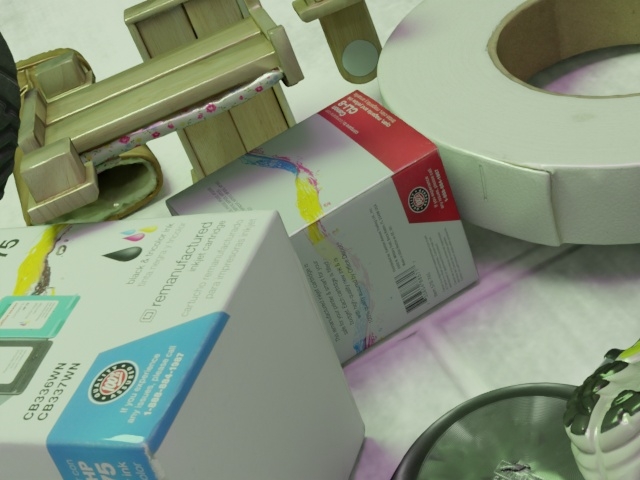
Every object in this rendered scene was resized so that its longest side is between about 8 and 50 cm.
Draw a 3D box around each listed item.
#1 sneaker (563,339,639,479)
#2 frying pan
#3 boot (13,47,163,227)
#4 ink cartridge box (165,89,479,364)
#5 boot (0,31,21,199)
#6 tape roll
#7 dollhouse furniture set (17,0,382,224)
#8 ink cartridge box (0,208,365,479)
[{"bbox_3d":[0.239,0.092,0.668,0.279,0.118,0.107,-25,3,-37],"label":"sneaker"},{"bbox_3d":[0.177,0.124,0.703,0.326,0.053,0.197,-32,40,-8],"label":"frying pan"},{"bbox_3d":[-0.300,-0.087,1.164,0.236,0.089,0.269,-28,39,-6],"label":"boot"},{"bbox_3d":[0.000,0.000,0.870,0.176,0.128,0.127,-31,38,-12],"label":"ink cartridge box"},{"bbox_3d":[-0.422,-0.089,1.049,0.445,0.146,0.367,42,115,51],"label":"boot"},{"bbox_3d":[0.239,-0.138,0.933,0.391,0.072,0.392,-10,36,7],"label":"tape roll"},{"bbox_3d":[-0.052,-0.091,0.911,0.303,0.174,0.355,-24,25,0],"label":"dollhouse furniture set"},{"bbox_3d":[-0.147,0.121,0.732,0.270,0.197,0.198,-4,37,25],"label":"ink cartridge box"}]
